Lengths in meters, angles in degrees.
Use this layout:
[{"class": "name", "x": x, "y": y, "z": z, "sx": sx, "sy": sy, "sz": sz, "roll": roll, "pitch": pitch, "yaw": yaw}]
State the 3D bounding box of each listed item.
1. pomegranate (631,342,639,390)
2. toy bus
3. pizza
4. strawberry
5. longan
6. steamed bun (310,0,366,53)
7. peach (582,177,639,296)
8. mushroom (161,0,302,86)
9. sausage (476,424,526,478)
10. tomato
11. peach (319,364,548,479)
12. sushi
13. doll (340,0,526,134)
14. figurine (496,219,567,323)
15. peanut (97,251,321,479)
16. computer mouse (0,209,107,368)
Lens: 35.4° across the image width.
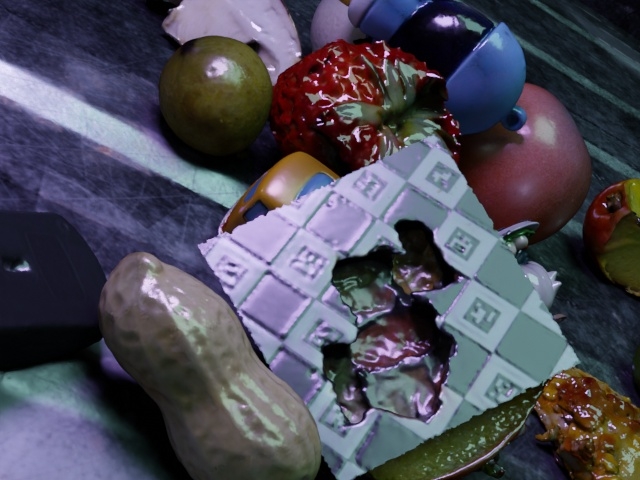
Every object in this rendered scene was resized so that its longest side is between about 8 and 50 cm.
[{"class": "pomegranate", "x": 0.524, "y": 0.208, "z": 1.434, "sx": 0.152, "sy": 0.131, "sz": 0.191, "roll": 35, "pitch": 38, "yaw": -10}, {"class": "toy bus", "x": 0.000, "y": 0.000, "z": 1.128, "sx": 0.209, "sy": 0.136, "sz": 0.126, "roll": 40, "pitch": 52, "yaw": 1}, {"class": "pizza", "x": 0.366, "y": 0.254, "z": 1.251, "sx": 0.289, "sy": 0.081, "sz": 0.229, "roll": 40, "pitch": 31, "yaw": 0}, {"class": "strawberry", "x": 0.048, "y": -0.133, "z": 1.335, "sx": 0.261, "sy": 0.257, "sz": 0.261, "roll": 10, "pitch": 71, "yaw": -31}, {"class": "longan", "x": -0.128, "y": -0.175, "z": 1.271, "sx": 0.145, "sy": 0.176, "sz": 0.155, "roll": 8, "pitch": 47, "yaw": 29}, {"class": "steamed bun", "x": 0.115, "y": -0.287, "z": 1.599, "sx": 0.282, "sy": 0.177, "sz": 0.283, "roll": 17, "pitch": 12, "yaw": -4}, {"class": "peach", "x": 0.562, "y": 0.004, "z": 1.710, "sx": 0.267, "sy": 0.159, "sz": 0.154, "roll": 23, "pitch": 44, "yaw": -19}, {"class": "mushroom", "x": -0.129, "y": -0.321, "z": 1.484, "sx": 0.285, "sy": 0.156, "sz": 0.151, "roll": 43, "pitch": 3, "yaw": 8}, {"class": "sausage", "x": 0.146, "y": 0.137, "z": 1.142, "sx": 0.125, "sy": 0.117, "sz": 0.317, "roll": 13, "pitch": 38, "yaw": -21}, {"class": "tomato", "x": 0.290, "y": -0.120, "z": 1.532, "sx": 0.256, "sy": 0.224, "sz": 0.256, "roll": 50, "pitch": 21, "yaw": -28}, {"class": "peach", "x": 0.113, "y": 0.163, "z": 1.029, "sx": 0.279, "sy": 0.068, "sz": 0.189, "roll": -16, "pitch": 59, "yaw": -9}, {"class": "sushi", "x": 0.065, "y": 0.067, "z": 1.015, "sx": 0.294, "sy": 0.059, "sz": 0.292, "roll": -23, "pitch": 68, "yaw": -18}, {"class": "doll", "x": 0.166, "y": -0.265, "z": 1.393, "sx": 0.314, "sy": 0.177, "sz": 0.141, "roll": 45, "pitch": 41, "yaw": 1}, {"class": "figurine", "x": 0.280, "y": 0.063, "z": 1.400, "sx": 0.132, "sy": 0.132, "sz": 0.154, "roll": -9, "pitch": 68, "yaw": -51}, {"class": "peanut", "x": -0.104, "y": 0.126, "z": 0.880, "sx": 0.257, "sy": 0.123, "sz": 0.123, "roll": 50, "pitch": 31, "yaw": 1}, {"class": "computer mouse", "x": -0.289, "y": 0.042, "z": 0.845, "sx": 0.138, "sy": 0.086, "sz": 0.269, "roll": 61, "pitch": 21, "yaw": 15}]
